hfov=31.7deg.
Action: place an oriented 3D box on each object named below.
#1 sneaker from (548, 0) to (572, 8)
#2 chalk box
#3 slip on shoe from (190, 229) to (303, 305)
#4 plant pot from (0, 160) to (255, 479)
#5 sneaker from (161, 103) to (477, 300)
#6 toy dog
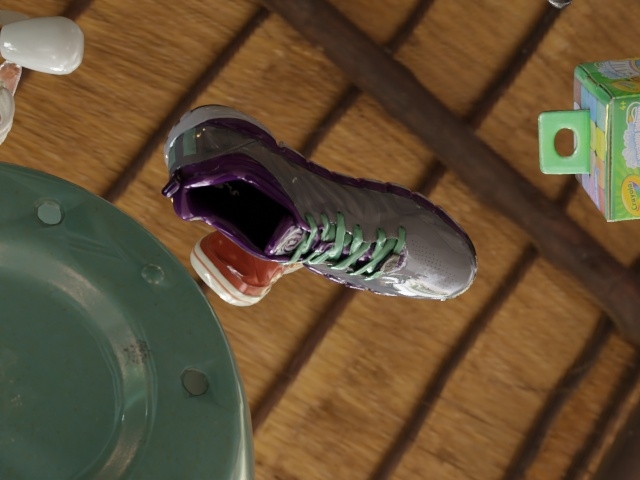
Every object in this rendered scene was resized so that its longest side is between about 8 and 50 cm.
[{"bbox_3d":[0.241,-0.259,0.886,0.106,0.281,0.162,-64,-17,-66],"label":"sneaker"},{"bbox_3d":[0.329,-0.106,1.134,0.213,0.132,0.132,-7,-66,-1],"label":"chalk box"},{"bbox_3d":[-0.080,0.006,1.608,0.101,0.123,0.331,-48,-10,24],"label":"slip on shoe"},{"bbox_3d":[-0.160,0.105,0.462,0.293,0.293,0.235,-21,-18,-40],"label":"plant pot"},{"bbox_3d":[0.000,0.000,0.712,0.224,0.098,0.083,23,-62,-13],"label":"sneaker"},{"bbox_3d":[-0.467,-0.228,1.464,0.220,0.334,0.161,-62,-15,-15],"label":"toy dog"}]
